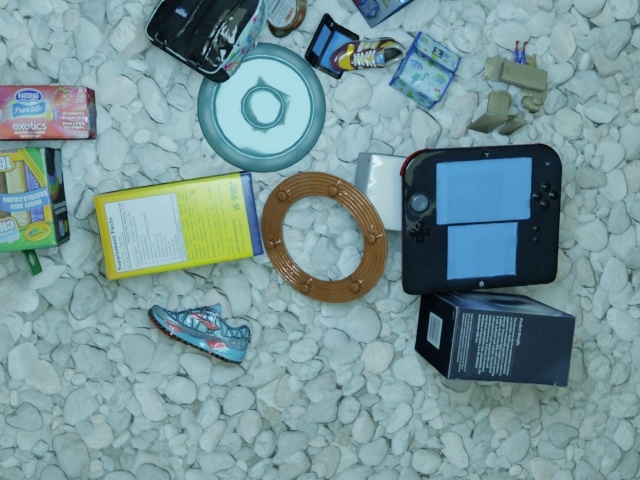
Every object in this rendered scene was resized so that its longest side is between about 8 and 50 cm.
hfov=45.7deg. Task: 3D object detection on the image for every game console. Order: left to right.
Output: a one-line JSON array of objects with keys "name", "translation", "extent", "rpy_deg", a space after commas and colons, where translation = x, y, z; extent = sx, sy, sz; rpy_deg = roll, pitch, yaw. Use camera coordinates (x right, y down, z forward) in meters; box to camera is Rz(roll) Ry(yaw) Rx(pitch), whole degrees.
[{"name": "game console", "translation": [0.029, -0.470, 1.843], "extent": [0.071, 0.107, 0.122], "rpy_deg": [26, 92, 19]}, {"name": "game console", "translation": [0.373, -0.050, 1.766], "extent": [0.387, 0.060, 0.342], "rpy_deg": [-4, 99, -9]}]

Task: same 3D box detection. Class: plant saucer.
[{"name": "plant saucer", "translation": [-0.141, -0.323, 1.850], "extent": [0.318, 0.044, 0.317], "rpy_deg": [-1, 96, -7]}]

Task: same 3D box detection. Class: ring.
[{"name": "ring", "translation": [0.000, 0.000, 1.812], "extent": [0.337, 0.032, 0.336], "rpy_deg": [11, 115, 25]}]

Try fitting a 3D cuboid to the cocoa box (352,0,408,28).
[{"name": "cocoa box", "translation": [0.171, -0.652, 1.700], "extent": [0.231, 0.347, 0.228], "rpy_deg": [-36, 100, -1]}]

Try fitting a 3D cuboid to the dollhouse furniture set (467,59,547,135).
[{"name": "dollhouse furniture set", "translation": [0.469, -0.351, 1.909], "extent": [0.144, 0.123, 0.151], "rpy_deg": [13, 78, -9]}]

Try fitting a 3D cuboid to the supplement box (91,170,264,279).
[{"name": "supplement box", "translation": [-0.327, -0.042, 1.779], "extent": [0.356, 0.195, 0.194], "rpy_deg": [-9, 97, -7]}]

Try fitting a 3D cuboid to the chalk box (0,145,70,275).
[{"name": "chalk box", "translation": [-0.684, -0.064, 1.735], "extent": [0.179, 0.180, 0.289], "rpy_deg": [-5, 96, -7]}]

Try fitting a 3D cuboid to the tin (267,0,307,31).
[{"name": "tin", "translation": [-0.110, -0.571, 1.780], "extent": [0.189, 0.040, 0.106], "rpy_deg": [48, 125, 17]}]

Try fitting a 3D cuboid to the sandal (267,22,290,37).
[{"name": "sandal", "translation": [-0.079, -0.595, 1.818], "extent": [0.090, 0.060, 0.219], "rpy_deg": [-1, 90, 37]}]

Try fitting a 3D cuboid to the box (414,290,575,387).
[{"name": "box", "translation": [0.416, 0.228, 1.861], "extent": [0.294, 0.296, 0.182], "rpy_deg": [6, 95, -9]}]

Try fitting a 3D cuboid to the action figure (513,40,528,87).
[{"name": "action figure", "translation": [0.501, -0.444, 1.912], "extent": [0.038, 0.030, 0.115], "rpy_deg": [4, 97, -10]}]

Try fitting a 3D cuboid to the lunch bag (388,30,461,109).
[{"name": "lunch bag", "translation": [0.263, -0.423, 1.872], "extent": [0.129, 0.096, 0.151], "rpy_deg": [31, 77, -8]}]

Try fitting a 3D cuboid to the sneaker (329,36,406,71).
[{"name": "sneaker", "translation": [0.115, -0.447, 1.835], "extent": [0.185, 0.084, 0.069], "rpy_deg": [-19, 122, -11]}]

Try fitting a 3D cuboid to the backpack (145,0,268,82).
[{"name": "backpack", "translation": [-0.242, -0.509, 1.730], "extent": [0.225, 0.191, 0.253], "rpy_deg": [32, 96, 7]}]

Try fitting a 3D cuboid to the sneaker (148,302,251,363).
[{"name": "sneaker", "translation": [-0.294, 0.205, 1.875], "extent": [0.262, 0.104, 0.125], "rpy_deg": [27, 75, -14]}]

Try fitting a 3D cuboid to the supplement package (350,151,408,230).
[{"name": "supplement package", "translation": [0.237, -0.112, 1.857], "extent": [0.293, 0.175, 0.177], "rpy_deg": [7, 98, -9]}]

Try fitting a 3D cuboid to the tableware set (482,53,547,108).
[{"name": "tableware set", "translation": [0.496, -0.405, 1.939], "extent": [0.169, 0.020, 0.141], "rpy_deg": [-9, 96, -6]}]

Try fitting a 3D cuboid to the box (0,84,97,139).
[{"name": "box", "translation": [-0.652, -0.291, 1.740], "extent": [0.257, 0.128, 0.122], "rpy_deg": [-1, 97, -7]}]
